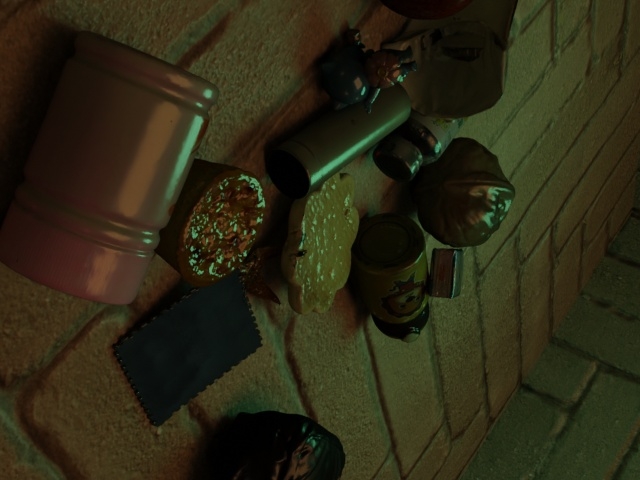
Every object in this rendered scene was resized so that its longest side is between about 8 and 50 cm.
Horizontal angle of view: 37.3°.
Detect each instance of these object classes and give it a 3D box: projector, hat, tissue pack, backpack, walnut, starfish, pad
[{"bbox_3d":[0.039,-0.201,1.807,0.337,0.108,0.108,-39,142,-38],"label":"projector"},{"bbox_3d":[0.292,-0.393,1.945,0.301,0.258,0.168,-62,148,-32],"label":"hat"},{"bbox_3d":[0.291,0.074,2.191,0.155,0.065,0.115,6,87,-74],"label":"tissue pack"},{"bbox_3d":[-0.127,0.583,2.000,0.363,0.255,0.445,49,55,-60],"label":"backpack"},{"bbox_3d":[0.333,-0.111,2.239,0.273,0.227,0.273,-47,152,-35],"label":"walnut"},{"bbox_3d":[-0.157,0.083,1.769,0.247,0.050,0.138,-15,126,-46],"label":"starfish"},{"bbox_3d":[-0.229,0.189,1.706,0.269,0.012,0.269,-35,141,-22],"label":"pad"}]

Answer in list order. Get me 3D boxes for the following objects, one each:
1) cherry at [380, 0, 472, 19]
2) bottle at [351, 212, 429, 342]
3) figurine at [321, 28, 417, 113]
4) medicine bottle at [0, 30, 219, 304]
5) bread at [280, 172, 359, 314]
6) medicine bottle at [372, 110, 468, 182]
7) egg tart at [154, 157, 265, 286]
[{"bbox_3d":[0.199,-0.510,1.702,0.206,0.239,0.239,-51,149,-39],"label":"cherry"},{"bbox_3d":[0.176,0.103,2.203,0.171,0.172,0.351,-51,149,-23],"label":"bottle"},{"bbox_3d":[0.088,-0.323,1.765,0.114,0.178,0.144,64,17,-45],"label":"figurine"},{"bbox_3d":[-0.281,-0.095,1.253,0.202,0.202,0.315,17,98,-61],"label":"medicine bottle"},{"bbox_3d":[0.000,0.000,1.897,0.316,0.054,0.316,9,90,-67],"label":"bread"},{"bbox_3d":[0.230,-0.261,2.040,0.293,0.141,0.141,-52,149,-20],"label":"medicine bottle"},{"bbox_3d":[-0.200,-0.039,1.491,0.202,0.147,0.202,-37,140,-40],"label":"egg tart"}]
